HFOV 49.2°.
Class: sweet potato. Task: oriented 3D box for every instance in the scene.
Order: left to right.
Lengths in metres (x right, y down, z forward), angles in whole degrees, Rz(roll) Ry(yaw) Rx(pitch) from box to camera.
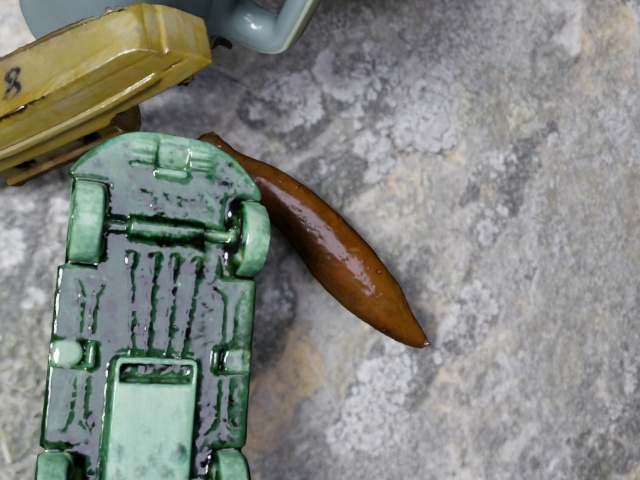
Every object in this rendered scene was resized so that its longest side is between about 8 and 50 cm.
[{"bbox_3d":[0.001,-0.001,0.596,0.264,0.057,0.057,46,71,-6],"label":"sweet potato"}]

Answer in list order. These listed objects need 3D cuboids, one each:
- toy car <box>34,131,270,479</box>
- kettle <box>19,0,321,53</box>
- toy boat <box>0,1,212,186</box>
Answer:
[{"bbox_3d":[-0.123,0.082,0.499,0.136,0.125,0.306,6,80,-22],"label":"toy car"},{"bbox_3d":[-0.100,-0.199,0.477,0.210,0.243,0.160,35,73,-16],"label":"kettle"},{"bbox_3d":[-0.175,-0.095,0.482,0.226,0.088,0.068,-19,67,16],"label":"toy boat"}]
